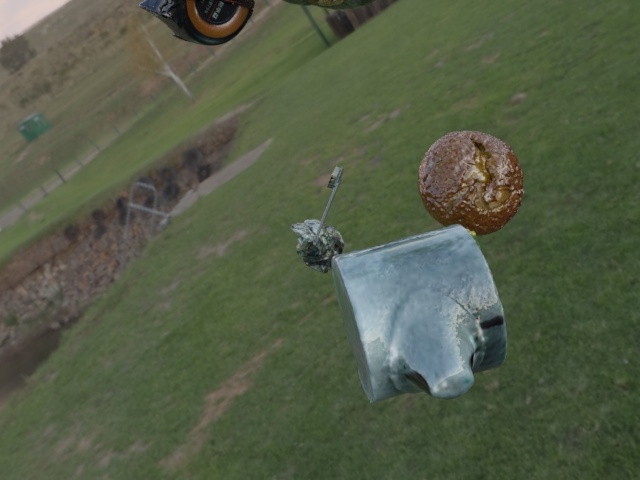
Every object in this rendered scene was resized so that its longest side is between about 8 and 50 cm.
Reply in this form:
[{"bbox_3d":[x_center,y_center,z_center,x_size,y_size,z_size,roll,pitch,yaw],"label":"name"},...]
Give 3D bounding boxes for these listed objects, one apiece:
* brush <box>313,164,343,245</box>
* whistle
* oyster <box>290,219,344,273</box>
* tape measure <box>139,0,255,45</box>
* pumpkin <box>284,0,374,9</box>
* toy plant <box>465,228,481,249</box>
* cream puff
[{"bbox_3d":[0.014,-0.081,1.607,0.266,0.027,0.062,-71,1,-47],"label":"brush"},{"bbox_3d":[0.112,0.095,0.942,0.168,0.188,0.405,-15,-3,-4],"label":"whistle"},{"bbox_3d":[-0.003,0.000,1.934,0.087,0.252,0.199,-6,48,25],"label":"oyster"},{"bbox_3d":[-0.245,-0.510,1.461,0.135,0.222,0.202,30,96,41],"label":"tape measure"},{"bbox_3d":[0.009,-0.653,1.550,0.327,0.258,0.291,1,-3,-40],"label":"pumpkin"},{"bbox_3d":[0.298,0.053,1.545,0.093,0.092,0.163,-137,62,-74],"label":"toy plant"},{"bbox_3d":[0.406,-0.158,1.866,0.303,0.303,0.212,-41,2,-24],"label":"cream puff"}]
